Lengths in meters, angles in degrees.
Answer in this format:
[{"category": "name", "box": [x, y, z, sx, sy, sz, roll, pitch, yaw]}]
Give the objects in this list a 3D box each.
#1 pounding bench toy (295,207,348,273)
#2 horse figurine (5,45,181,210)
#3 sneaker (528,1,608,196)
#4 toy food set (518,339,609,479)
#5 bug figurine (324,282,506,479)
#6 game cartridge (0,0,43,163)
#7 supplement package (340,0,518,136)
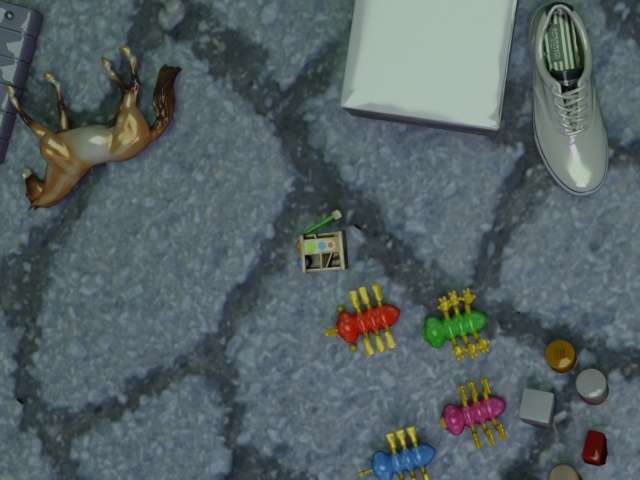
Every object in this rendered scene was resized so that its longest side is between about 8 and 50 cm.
[{"category": "pounding bench toy", "box": [0.000, 0.000, 1.725, 0.065, 0.052, 0.083, -4, 91, 7]}, {"category": "horse figurine", "box": [-0.306, -0.157, 1.750, 0.263, 0.066, 0.174, -17, 93, 5]}, {"category": "sneaker", "box": [0.315, -0.183, 1.663, 0.094, 0.091, 0.258, -14, 90, 7]}, {"category": "toy food set", "box": [0.321, 0.256, 1.689, 0.111, 0.104, 0.232, 7, 74, 20]}, {"category": "bug figurine", "box": [0.132, 0.188, 1.705, 0.216, 0.072, 0.279, -13, 85, 1]}, {"category": "game cartridge", "box": [-0.585, -0.255, 1.788, 0.355, 0.068, 0.230, 16, 89, 6]}, {"category": "supplement package", "box": [0.148, -0.280, 1.655, 0.204, 0.145, 0.262, 9, 92, 6]}]
